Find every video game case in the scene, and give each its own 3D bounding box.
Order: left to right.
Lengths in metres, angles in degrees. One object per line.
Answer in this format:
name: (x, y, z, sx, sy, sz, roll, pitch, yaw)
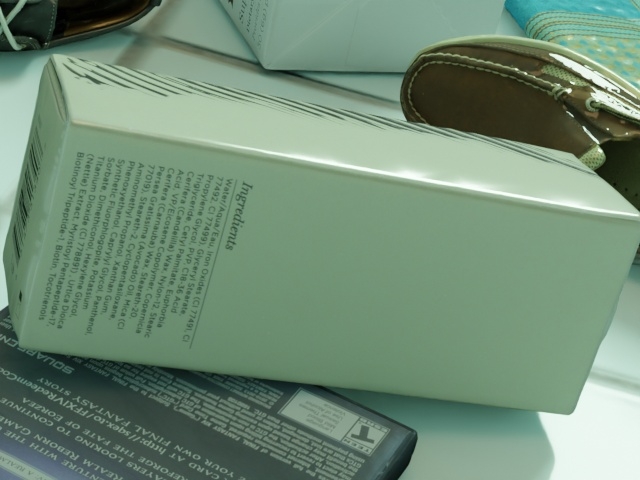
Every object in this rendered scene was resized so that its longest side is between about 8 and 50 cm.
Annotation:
video game case: (-0.101, 0.112, 0.591, 0.196, 0.026, 0.274, 23, 34, 16)

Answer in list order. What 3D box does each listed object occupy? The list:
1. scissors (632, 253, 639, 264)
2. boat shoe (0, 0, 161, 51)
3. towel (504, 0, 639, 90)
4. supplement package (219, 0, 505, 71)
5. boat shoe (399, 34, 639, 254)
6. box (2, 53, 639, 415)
scissors: (0.054, -0.019, 0.861, 0.297, 0.021, 0.109, -1, 35, -21)
boat shoe: (-0.199, -0.154, 0.923, 0.079, 0.084, 0.233, 34, 34, 30)
towel: (0.290, -0.119, 1.098, 0.272, 0.040, 0.370, 3, 34, -16)
supplement package: (0.006, -0.266, 1.088, 0.175, 0.177, 0.293, -2, 34, -23)
boat shoe: (0.157, -0.051, 0.869, 0.257, 0.095, 0.095, 23, 23, 18)
box: (0.000, 0.000, 0.692, 0.275, 0.113, 0.094, 10, 21, -21)
